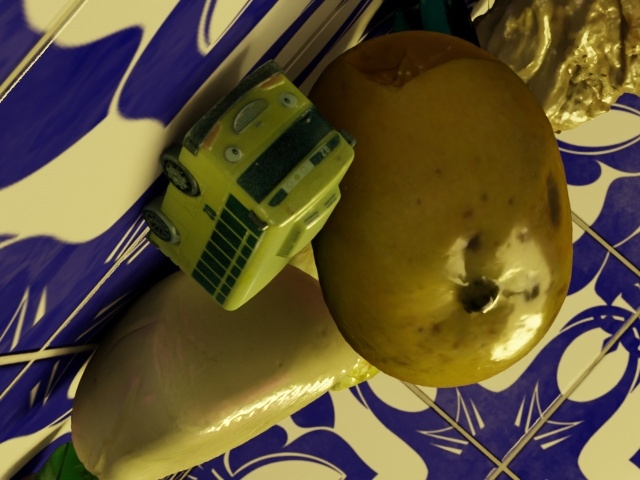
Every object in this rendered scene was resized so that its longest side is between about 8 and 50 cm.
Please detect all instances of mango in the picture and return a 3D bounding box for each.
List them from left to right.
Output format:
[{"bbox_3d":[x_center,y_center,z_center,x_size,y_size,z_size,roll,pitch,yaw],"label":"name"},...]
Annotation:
[{"bbox_3d":[0.068,-0.015,1.261,0.182,0.253,0.365,-13,175,-11],"label":"mango"}]

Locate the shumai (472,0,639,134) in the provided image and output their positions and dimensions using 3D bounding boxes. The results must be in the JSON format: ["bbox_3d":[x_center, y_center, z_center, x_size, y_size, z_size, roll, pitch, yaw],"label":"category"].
[{"bbox_3d":[0.238,-0.240,1.788,0.262,0.267,0.314,-20,151,13],"label":"shumai"}]

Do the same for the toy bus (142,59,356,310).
[{"bbox_3d":[-0.046,-0.031,1.091,0.088,0.101,0.175,-43,174,-24],"label":"toy bus"}]

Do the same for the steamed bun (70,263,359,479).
[{"bbox_3d":[-0.098,0.094,1.390,0.238,0.153,0.170,-16,162,-46],"label":"steamed bun"}]

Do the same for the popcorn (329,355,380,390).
[{"bbox_3d":[0.007,0.115,2.247,0.198,0.198,0.212,-47,-178,-16],"label":"popcorn"}]

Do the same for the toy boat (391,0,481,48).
[{"bbox_3d":[0.093,-0.146,1.446,0.092,0.134,0.299,-14,175,9],"label":"toy boat"}]

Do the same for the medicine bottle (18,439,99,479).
[{"bbox_3d":[-0.265,0.307,1.598,0.274,0.133,0.133,-51,175,31],"label":"medicine bottle"}]

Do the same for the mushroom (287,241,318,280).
[{"bbox_3d":[-0.055,0.038,1.543,0.081,0.100,0.312,-49,175,-34],"label":"mushroom"}]
